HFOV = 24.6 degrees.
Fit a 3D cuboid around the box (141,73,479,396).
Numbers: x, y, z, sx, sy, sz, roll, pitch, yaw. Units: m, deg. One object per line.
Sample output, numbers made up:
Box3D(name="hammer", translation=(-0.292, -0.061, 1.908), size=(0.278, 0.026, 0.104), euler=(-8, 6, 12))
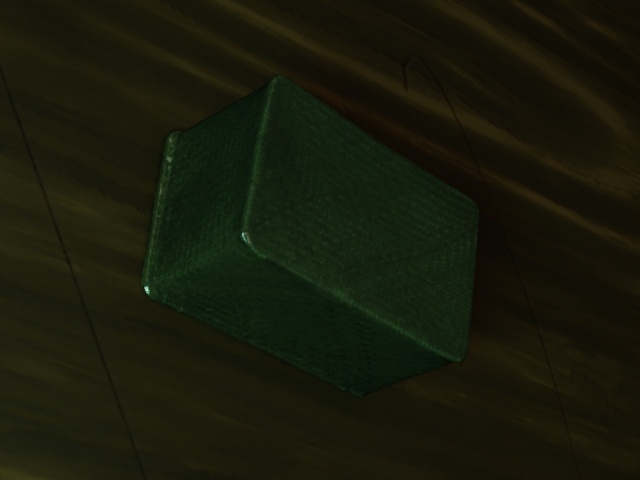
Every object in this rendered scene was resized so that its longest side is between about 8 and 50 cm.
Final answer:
Box3D(name="box", translation=(-0.002, 0.001, 1.313), size=(0.273, 0.143, 0.184), euler=(29, 52, -32))
